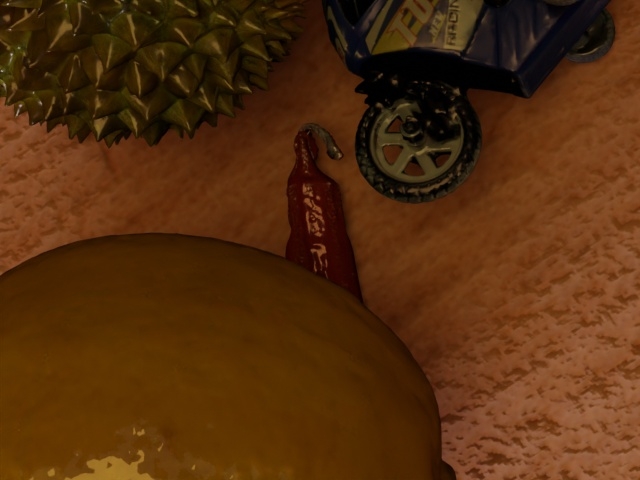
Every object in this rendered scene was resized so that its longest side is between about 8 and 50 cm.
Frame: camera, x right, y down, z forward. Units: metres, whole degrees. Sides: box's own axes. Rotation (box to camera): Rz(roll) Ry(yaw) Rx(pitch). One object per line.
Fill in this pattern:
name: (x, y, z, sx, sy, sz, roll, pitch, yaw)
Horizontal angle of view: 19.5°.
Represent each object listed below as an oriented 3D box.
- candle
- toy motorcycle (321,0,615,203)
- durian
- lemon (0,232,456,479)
candle: (0.000, 0.000, 1.252, 0.053, 0.048, 0.162, -7, 83, -17)
toy motorcycle: (0.106, -0.176, 1.208, 0.169, 0.113, 0.315, 38, 87, 23)
durian: (-0.118, -0.178, 1.192, 0.291, 0.291, 0.225, -16, 106, 13)
lemon: (-0.090, 0.155, 1.124, 0.348, 0.348, 0.348, -1, 86, 14)
